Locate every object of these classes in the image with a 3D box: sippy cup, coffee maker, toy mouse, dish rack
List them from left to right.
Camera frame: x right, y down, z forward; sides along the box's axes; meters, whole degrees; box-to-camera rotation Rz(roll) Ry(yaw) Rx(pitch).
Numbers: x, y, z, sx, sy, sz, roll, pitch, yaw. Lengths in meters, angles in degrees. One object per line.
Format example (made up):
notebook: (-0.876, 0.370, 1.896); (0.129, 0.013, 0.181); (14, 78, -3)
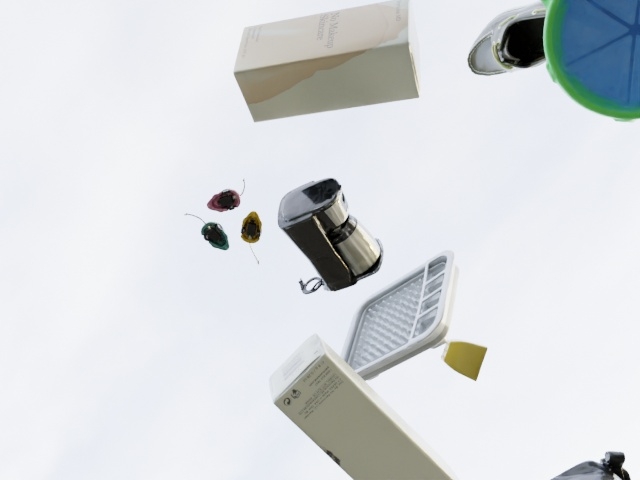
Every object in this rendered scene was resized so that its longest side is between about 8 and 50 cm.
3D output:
toy mouse: (-0.175, -0.042, 1.324); (0.143, 0.031, 0.161); (6, -68, 1)
coffee maker: (0.000, 0.000, 1.268); (0.171, 0.120, 0.178); (-37, -57, 1)
dish rack: (0.188, 0.189, 1.661); (0.072, 0.286, 0.332); (42, -52, -17)
sippy cup: (0.433, -0.292, 1.036); (0.240, 0.224, 0.306); (-21, -85, 17)

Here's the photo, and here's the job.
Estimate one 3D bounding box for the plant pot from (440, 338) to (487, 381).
plant pot: (0.322, 0.265, 1.656); (0.083, 0.081, 0.082); (19, -92, 2)

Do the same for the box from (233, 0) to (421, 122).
box: (0.017, -0.318, 1.291); (0.310, 0.148, 0.121); (-7, -41, 14)

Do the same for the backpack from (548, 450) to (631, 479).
backpack: (0.364, 0.470, 0.967); (0.263, 0.213, 0.276); (48, -65, 3)

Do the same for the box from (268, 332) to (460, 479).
box: (0.060, 0.255, 0.950); (0.094, 0.113, 0.275); (-44, -82, 0)

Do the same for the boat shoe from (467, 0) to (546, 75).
boat shoe: (0.359, -0.358, 1.293); (0.091, 0.305, 0.109); (-42, -76, -26)
